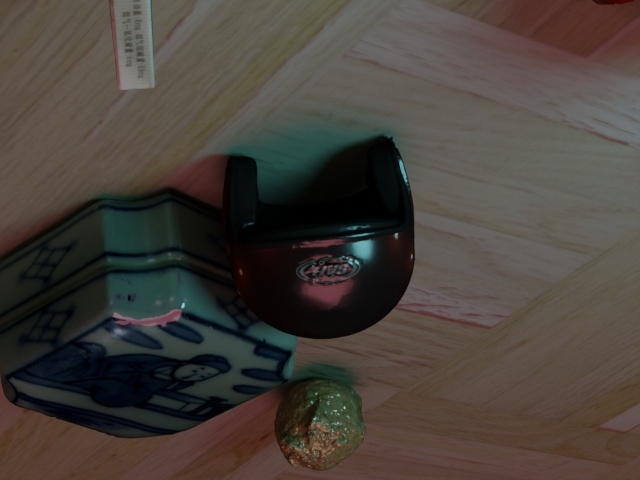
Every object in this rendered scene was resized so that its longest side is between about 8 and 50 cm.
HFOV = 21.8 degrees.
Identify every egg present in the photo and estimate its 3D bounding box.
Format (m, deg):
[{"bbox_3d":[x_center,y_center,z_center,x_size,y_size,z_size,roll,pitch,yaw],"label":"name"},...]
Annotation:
[{"bbox_3d":[0.000,0.232,2.086,0.116,0.118,0.140,16,143,10],"label":"egg"}]

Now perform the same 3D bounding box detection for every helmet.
[{"bbox_3d":[0.000,0.000,1.634,0.189,0.193,0.216,-5,-168,-4],"label":"helmet"}]

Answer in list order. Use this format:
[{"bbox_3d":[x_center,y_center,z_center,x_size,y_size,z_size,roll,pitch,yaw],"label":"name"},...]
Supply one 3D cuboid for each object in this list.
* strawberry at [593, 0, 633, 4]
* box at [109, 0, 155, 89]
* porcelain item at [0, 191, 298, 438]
[{"bbox_3d":[0.256,-0.255,1.271,0.131,0.148,0.131,18,146,13],"label":"strawberry"},{"bbox_3d":[-0.143,-0.235,1.218,0.035,0.139,0.245,-3,149,-6],"label":"box"},{"bbox_3d":[-0.185,0.092,1.759,0.286,0.157,0.281,-27,147,31],"label":"porcelain item"}]
